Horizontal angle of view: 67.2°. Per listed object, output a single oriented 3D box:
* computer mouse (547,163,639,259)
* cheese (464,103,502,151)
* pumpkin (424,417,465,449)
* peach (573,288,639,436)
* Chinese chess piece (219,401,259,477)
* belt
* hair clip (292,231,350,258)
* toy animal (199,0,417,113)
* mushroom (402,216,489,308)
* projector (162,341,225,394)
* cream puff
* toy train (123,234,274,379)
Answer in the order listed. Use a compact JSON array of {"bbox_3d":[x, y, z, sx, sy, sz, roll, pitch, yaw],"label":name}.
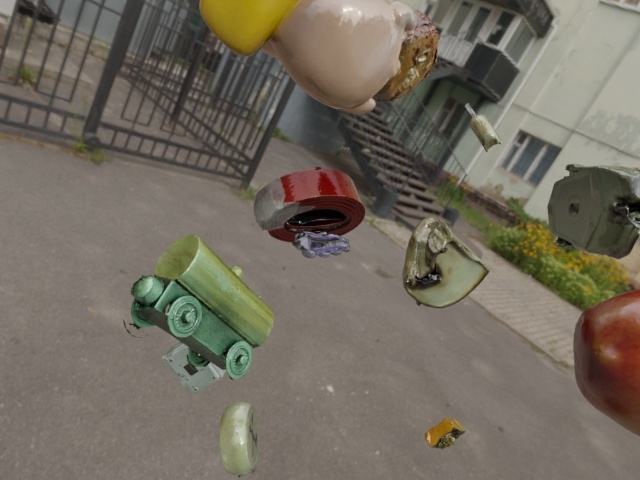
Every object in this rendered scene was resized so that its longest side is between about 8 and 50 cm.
[{"bbox_3d":[0.707,-0.075,1.203,0.145,0.228,0.429,7,7,5],"label":"computer mouse"},{"bbox_3d":[0.427,-0.299,1.277,0.092,0.047,0.171,47,23,-29],"label":"cheese"},{"bbox_3d":[0.287,0.445,1.101,0.083,0.074,0.054,35,17,-47],"label":"pumpkin"},{"bbox_3d":[0.611,0.220,0.864,0.332,0.308,0.308,17,20,-26],"label":"peach"},{"bbox_3d":[-0.268,0.666,1.620,0.092,0.238,0.238,-6,19,2],"label":"Chinese chess piece"},{"bbox_3d":[-0.030,-0.099,1.390,0.324,0.227,0.115,-2,54,-27],"label":"belt"},{"bbox_3d":[0.001,-0.001,1.223,0.124,0.052,0.195,36,25,33],"label":"hair clip"},{"bbox_3d":[-0.013,-0.406,0.818,0.345,0.277,0.247,25,15,-18],"label":"toy animal"},{"bbox_3d":[0.327,0.065,1.420,0.292,0.217,0.212,30,19,-53],"label":"mushroom"},{"bbox_3d":[-0.359,0.353,1.369,0.147,0.115,0.061,54,14,-12],"label":"projector"},{"bbox_3d":[0.191,-0.480,1.255,0.164,0.240,0.240,46,21,13],"label":"cream puff"},{"bbox_3d":[-0.209,0.125,0.871,0.126,0.189,0.307,-4,-38,30],"label":"toy train"}]
